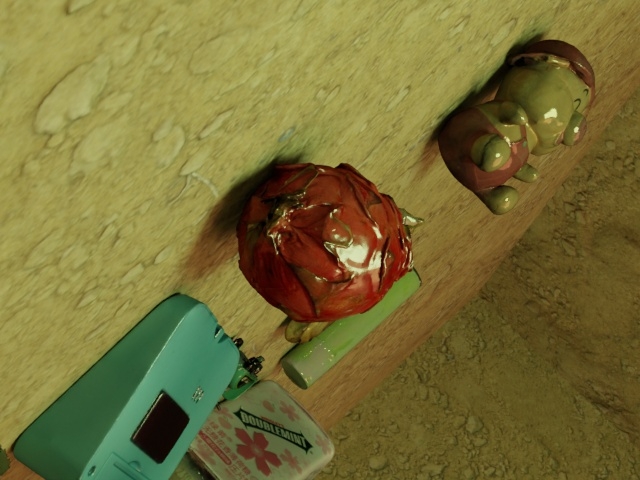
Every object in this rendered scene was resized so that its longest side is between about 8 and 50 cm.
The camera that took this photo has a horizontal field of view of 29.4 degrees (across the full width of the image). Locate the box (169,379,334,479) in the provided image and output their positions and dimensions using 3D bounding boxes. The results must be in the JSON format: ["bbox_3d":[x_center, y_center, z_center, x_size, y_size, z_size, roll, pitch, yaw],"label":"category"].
[{"bbox_3d":[-0.125,0.349,1.963,0.112,0.190,0.369,-50,169,19],"label":"box"}]

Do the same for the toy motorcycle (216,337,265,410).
[{"bbox_3d":[-0.129,0.189,1.722,0.100,0.058,0.173,-38,167,-2],"label":"toy motorcycle"}]

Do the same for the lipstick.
[{"bbox_3d":[0.058,0.145,2.181,0.304,0.076,0.076,-41,168,-24],"label":"lipstick"}]

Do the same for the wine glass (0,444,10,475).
[{"bbox_3d":[-0.356,0.242,1.050,0.195,0.079,0.079,-45,168,0],"label":"wine glass"}]

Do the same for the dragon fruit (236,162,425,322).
[{"bbox_3d":[0.000,0.000,1.253,0.209,0.172,0.172,14,125,-42],"label":"dragon fruit"}]

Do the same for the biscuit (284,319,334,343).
[{"bbox_3d":[0.043,0.048,1.867,0.154,0.045,0.299,-30,160,-50],"label":"biscuit"}]

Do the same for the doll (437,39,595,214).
[{"bbox_3d":[0.288,-0.173,1.709,0.256,0.152,0.196,-47,-178,-15],"label":"doll"}]

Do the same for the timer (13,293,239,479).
[{"bbox_3d":[-0.203,0.183,1.370,0.250,0.091,0.232,-54,158,-15],"label":"timer"}]
